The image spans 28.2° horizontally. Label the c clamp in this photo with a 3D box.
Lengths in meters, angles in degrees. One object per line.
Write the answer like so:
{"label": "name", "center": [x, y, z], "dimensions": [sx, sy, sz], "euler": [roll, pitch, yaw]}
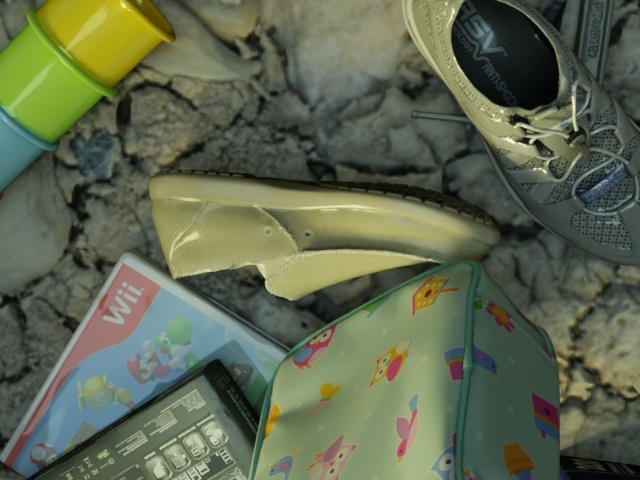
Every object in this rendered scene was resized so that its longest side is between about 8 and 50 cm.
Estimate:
{"label": "c clamp", "center": [0.152, -0.157, 0.963], "dimensions": [0.137, 0.022, 0.160], "euler": [13, 97, 4]}

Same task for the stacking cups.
{"label": "stacking cups", "center": [-0.258, -0.084, 0.974], "dimensions": [0.316, 0.096, 0.096], "euler": [-41, 90, 8]}

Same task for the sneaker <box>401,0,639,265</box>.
{"label": "sneaker", "center": [0.159, -0.080, 0.908], "dimensions": [0.105, 0.115, 0.281], "euler": [-43, 100, 10]}

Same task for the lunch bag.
{"label": "lunch bag", "center": [0.046, 0.154, 0.845], "dimensions": [0.224, 0.279, 0.108], "euler": [-35, 116, 31]}

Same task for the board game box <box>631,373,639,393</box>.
{"label": "board game box", "center": [0.415, 0.129, 0.947], "dimensions": [0.305, 0.053, 0.193], "euler": [38, 97, 1]}

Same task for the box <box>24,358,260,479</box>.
{"label": "box", "center": [-0.127, 0.229, 0.979], "dimensions": [0.233, 0.059, 0.183], "euler": [-34, 92, 10]}

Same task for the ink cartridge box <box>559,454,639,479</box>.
{"label": "ink cartridge box", "center": [0.217, 0.192, 0.897], "dimensions": [0.208, 0.206, 0.045], "euler": [4, 90, 5]}

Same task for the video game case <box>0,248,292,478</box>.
{"label": "video game case", "center": [-0.085, 0.167, 1.014], "dimensions": [0.285, 0.025, 0.204], "euler": [32, 97, 2]}

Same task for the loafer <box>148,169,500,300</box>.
{"label": "loafer", "center": [0.000, 0.000, 0.958], "dimensions": [0.269, 0.102, 0.092], "euler": [7, 97, 14]}
